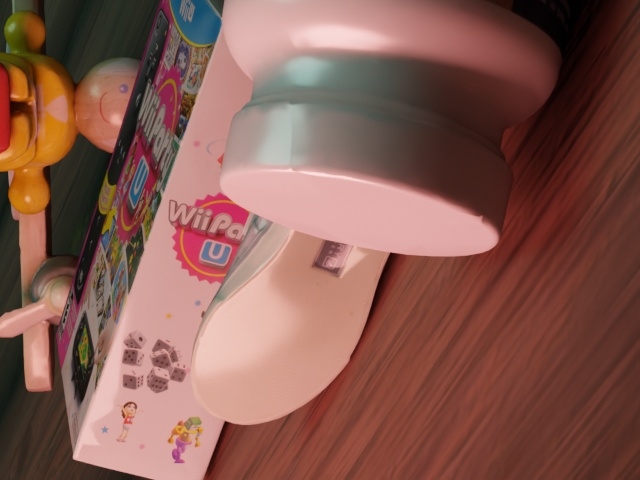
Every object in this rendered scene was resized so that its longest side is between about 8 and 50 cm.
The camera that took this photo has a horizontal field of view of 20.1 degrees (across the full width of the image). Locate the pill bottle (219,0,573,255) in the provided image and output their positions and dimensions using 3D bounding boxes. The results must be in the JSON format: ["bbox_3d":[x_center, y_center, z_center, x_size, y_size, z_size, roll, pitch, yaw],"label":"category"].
[{"bbox_3d":[0.041,-0.136,0.806,0.153,0.153,0.265,157,126,-69],"label":"pill bottle"}]

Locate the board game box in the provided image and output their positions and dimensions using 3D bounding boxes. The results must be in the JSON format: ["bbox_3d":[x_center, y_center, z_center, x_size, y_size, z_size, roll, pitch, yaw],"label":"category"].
[{"bbox_3d":[-0.088,-0.021,1.222,0.224,0.097,0.303,-122,50,-67],"label":"board game box"}]

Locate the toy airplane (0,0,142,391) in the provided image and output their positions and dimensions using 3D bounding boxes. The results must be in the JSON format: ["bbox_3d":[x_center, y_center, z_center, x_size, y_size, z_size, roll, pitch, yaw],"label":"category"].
[{"bbox_3d":[-0.257,-0.112,1.653,0.386,0.272,0.384,71,-156,-43],"label":"toy airplane"}]

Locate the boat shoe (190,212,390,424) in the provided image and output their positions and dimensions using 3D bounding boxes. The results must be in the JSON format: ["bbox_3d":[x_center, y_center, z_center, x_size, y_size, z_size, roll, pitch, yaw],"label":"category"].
[{"bbox_3d":[-0.001,-0.001,0.975,0.227,0.079,0.081,-60,12,27],"label":"boat shoe"}]
